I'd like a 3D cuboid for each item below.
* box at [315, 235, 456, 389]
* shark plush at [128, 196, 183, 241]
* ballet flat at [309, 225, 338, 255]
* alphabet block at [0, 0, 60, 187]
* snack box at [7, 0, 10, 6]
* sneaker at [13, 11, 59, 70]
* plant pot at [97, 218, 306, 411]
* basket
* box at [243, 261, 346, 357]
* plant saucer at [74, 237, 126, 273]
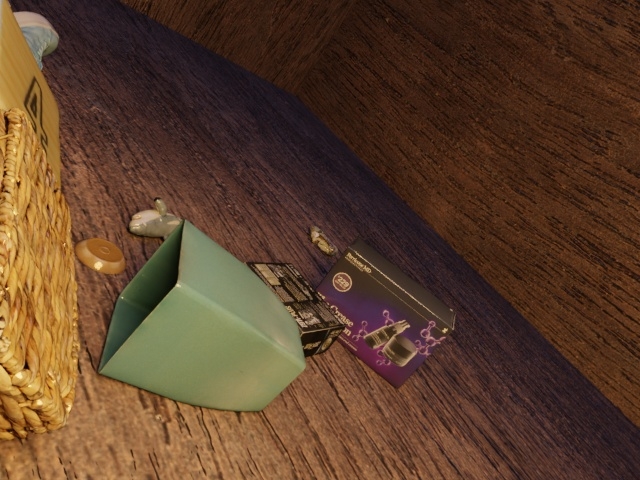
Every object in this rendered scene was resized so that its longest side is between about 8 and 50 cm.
[{"bbox_3d":[0.119,0.147,1.097,0.261,0.184,0.103,38,18,5],"label":"box"},{"bbox_3d":[-0.290,-0.009,0.997,0.161,0.073,0.067,47,27,-47],"label":"shark plush"},{"bbox_3d":[0.000,0.000,1.461,0.114,0.041,0.041,44,20,24],"label":"ballet flat"},{"bbox_3d":[-0.442,-0.155,0.634,0.192,0.197,0.193,-8,61,-11],"label":"alphabet block"},{"bbox_3d":[-0.733,-0.461,1.080,0.064,0.178,0.022,-87,160,-67],"label":"snack box"},{"bbox_3d":[-0.658,-0.394,1.134,0.150,0.135,0.366,53,17,-14],"label":"sneaker"},{"bbox_3d":[-0.145,0.125,0.736,0.234,0.165,0.166,36,17,-27],"label":"plant pot"},{"bbox_3d":[-0.369,0.048,0.501,0.223,0.213,0.299,-12,52,-13],"label":"basket"},{"bbox_3d":[-0.064,0.128,0.983,0.180,0.077,0.147,46,21,26],"label":"box"},{"bbox_3d":[-0.345,0.020,0.839,0.083,0.015,0.083,32,19,-13],"label":"plant saucer"}]
